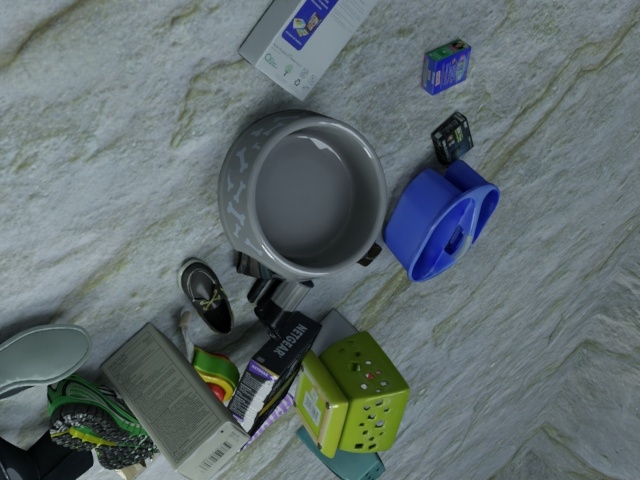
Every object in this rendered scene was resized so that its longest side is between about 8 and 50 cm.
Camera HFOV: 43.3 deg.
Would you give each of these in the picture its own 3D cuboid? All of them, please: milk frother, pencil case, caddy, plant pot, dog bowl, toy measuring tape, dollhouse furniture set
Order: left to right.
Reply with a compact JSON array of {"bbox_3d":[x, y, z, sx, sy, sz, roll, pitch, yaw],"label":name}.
[{"bbox_3d":[-0.449,0.443,1.868,0.144,0.123,0.151,-43,111,-7],"label":"dollhouse furniture set"},{"bbox_3d":[-0.246,0.281,1.838,0.121,0.121,0.330,-29,142,-25],"label":"toy measuring tape"},{"bbox_3d":[-0.162,0.472,2.155,0.206,0.086,0.088,-40,140,-10],"label":"pencil case"},{"bbox_3d":[-0.085,0.146,1.859,0.129,0.143,0.135,20,111,-46],"label":"milk frother"},{"bbox_3d":[-0.022,-0.085,1.573,0.348,0.102,0.349,-2,94,-30],"label":"dog bowl"},{"bbox_3d":[0.075,0.637,2.450,0.165,0.234,0.165,-40,145,-9],"label":"plant pot"},{"bbox_3d":[0.062,0.392,2.008,0.207,0.228,0.227,-8,128,-29],"label":"plant pot"},{"bbox_3d":[0.315,-0.038,2.040,0.241,0.179,0.341,-18,146,-35],"label":"caddy"}]

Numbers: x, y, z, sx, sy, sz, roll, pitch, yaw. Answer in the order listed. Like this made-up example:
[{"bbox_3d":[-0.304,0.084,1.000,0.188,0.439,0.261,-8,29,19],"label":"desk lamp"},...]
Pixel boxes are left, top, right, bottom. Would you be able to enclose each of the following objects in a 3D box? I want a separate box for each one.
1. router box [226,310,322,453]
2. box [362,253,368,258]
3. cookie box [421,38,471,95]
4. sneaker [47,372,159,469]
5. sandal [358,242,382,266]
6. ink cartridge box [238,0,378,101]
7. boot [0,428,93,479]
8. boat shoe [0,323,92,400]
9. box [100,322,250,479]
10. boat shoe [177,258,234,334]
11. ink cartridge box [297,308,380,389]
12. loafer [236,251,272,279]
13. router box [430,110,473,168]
[{"bbox_3d":[-0.123,0.335,1.952,0.243,0.081,0.309,-63,171,22],"label":"router box"},{"bbox_3d":[0.000,0.000,1.779,0.180,0.147,0.078,17,68,-59],"label":"box"},{"bbox_3d":[0.281,-0.388,1.806,0.107,0.040,0.092,-28,142,-26],"label":"cookie box"},{"bbox_3d":[-0.438,0.371,1.684,0.134,0.146,0.343,-29,142,4],"label":"sneaker"},{"bbox_3d":[0.098,0.010,2.005,0.090,0.060,0.219,-45,161,7],"label":"sandal"},{"bbox_3d":[0.009,-0.425,1.454,0.333,0.065,0.165,-51,146,8],"label":"ink cartridge box"},{"bbox_3d":[-0.588,0.422,1.632,0.246,0.094,0.207,61,37,-16],"label":"boot"},{"bbox_3d":[-0.570,0.231,1.469,0.302,0.091,0.114,-17,92,-35],"label":"boat shoe"},{"bbox_3d":[-0.302,0.332,1.661,0.148,0.311,0.121,-42,146,-6],"label":"box"},{"bbox_3d":[-0.238,0.124,1.735,0.081,0.068,0.228,-38,145,-14],"label":"boat shoe"},{"bbox_3d":[0.050,0.332,2.219,0.197,0.114,0.273,-45,146,-2],"label":"ink cartridge box"},{"bbox_3d":[-0.155,-0.009,1.677,0.084,0.096,0.267,-1,138,6],"label":"loafer"},{"bbox_3d":[0.328,-0.248,2.002,0.092,0.038,0.122,-42,146,-8],"label":"router box"}]
